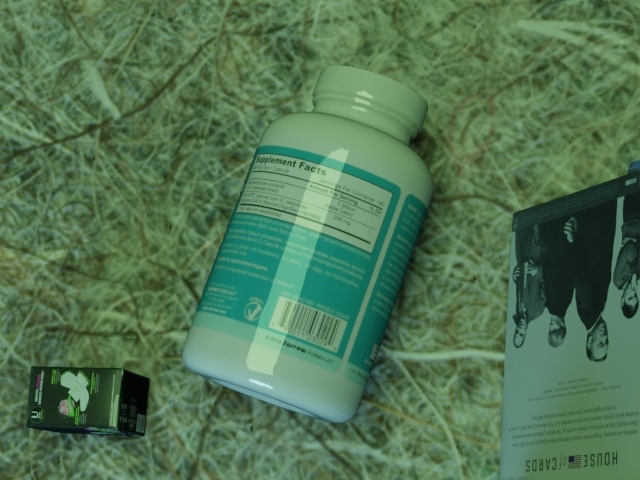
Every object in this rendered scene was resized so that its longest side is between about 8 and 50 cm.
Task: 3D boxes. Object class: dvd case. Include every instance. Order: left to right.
[{"bbox_3d":[0.197,0.078,1.087,0.029,0.179,0.238,11,74,-27],"label":"dvd case"}]

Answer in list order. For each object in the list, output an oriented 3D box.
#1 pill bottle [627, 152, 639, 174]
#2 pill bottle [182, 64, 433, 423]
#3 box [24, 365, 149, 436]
[{"bbox_3d":[0.258,0.007,1.125,0.078,0.078,0.137,14,80,19],"label":"pill bottle"},{"bbox_3d":[0.000,0.000,1.164,0.146,0.146,0.264,17,80,19],"label":"pill bottle"},{"bbox_3d":[-0.193,0.134,1.226,0.083,0.062,0.052,1,77,15],"label":"box"}]
